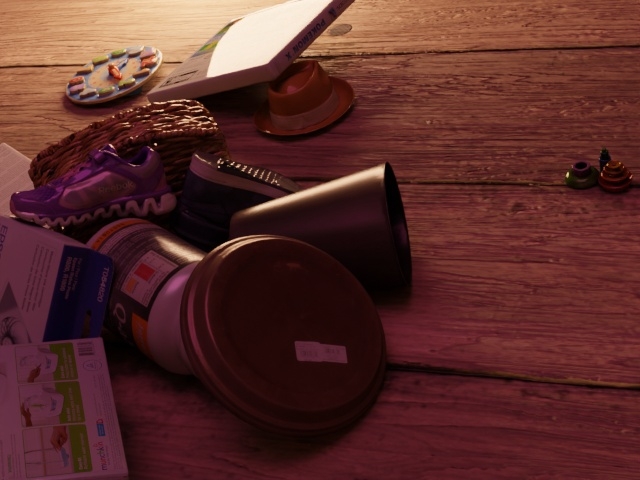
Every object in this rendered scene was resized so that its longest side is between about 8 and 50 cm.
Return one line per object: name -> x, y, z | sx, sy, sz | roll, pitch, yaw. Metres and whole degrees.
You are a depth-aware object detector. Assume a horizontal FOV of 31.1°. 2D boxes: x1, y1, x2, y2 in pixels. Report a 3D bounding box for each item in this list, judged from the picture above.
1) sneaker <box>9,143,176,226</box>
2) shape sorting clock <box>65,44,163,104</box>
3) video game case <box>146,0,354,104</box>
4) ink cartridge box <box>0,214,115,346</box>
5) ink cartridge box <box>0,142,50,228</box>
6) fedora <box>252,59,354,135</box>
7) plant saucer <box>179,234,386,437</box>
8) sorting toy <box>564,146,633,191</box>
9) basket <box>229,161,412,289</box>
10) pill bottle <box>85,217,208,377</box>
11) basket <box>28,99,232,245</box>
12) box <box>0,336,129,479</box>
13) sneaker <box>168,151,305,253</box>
sneaker -> -0.323, -0.083, 1.629 | 0.236, 0.104, 0.095 | -9, 21, -22
shape sorting clock -> -0.411, -0.333, 2.285 | 0.206, 0.040, 0.206 | -10, 36, 8
video game case -> -0.129, -0.362, 2.148 | 0.329, 0.036, 0.300 | -6, 33, 42
ink cartridge box -> -0.386, 0.097, 1.572 | 0.224, 0.223, 0.045 | 19, 9, 39
ink cartridge box -> -0.538, -0.059, 1.979 | 0.225, 0.056, 0.181 | 32, 55, 24
fedora -> -0.036, -0.258, 2.010 | 0.194, 0.079, 0.194 | -10, 36, 7
plant saucer -> -0.036, 0.107, 1.412 | 0.278, 0.041, 0.278 | 15, 54, -21
sorting toy -> 0.404, -0.105, 1.669 | 0.102, 0.042, 0.061 | 11, 44, 33
basket -> 0.000, 0.000, 1.600 | 0.227, 0.154, 0.204 | -13, 38, 11
pill bottle -> -0.197, 0.083, 1.546 | 0.162, 0.162, 0.278 | -36, 40, -26
basket -> -0.301, -0.116, 1.807 | 0.299, 0.213, 0.223 | -22, 37, -8
box -> -0.359, 0.243, 1.368 | 0.231, 0.126, 0.262 | -4, 33, -17
sneaker -> -0.121, -0.030, 1.740 | 0.226, 0.163, 0.086 | 15, 18, -29
